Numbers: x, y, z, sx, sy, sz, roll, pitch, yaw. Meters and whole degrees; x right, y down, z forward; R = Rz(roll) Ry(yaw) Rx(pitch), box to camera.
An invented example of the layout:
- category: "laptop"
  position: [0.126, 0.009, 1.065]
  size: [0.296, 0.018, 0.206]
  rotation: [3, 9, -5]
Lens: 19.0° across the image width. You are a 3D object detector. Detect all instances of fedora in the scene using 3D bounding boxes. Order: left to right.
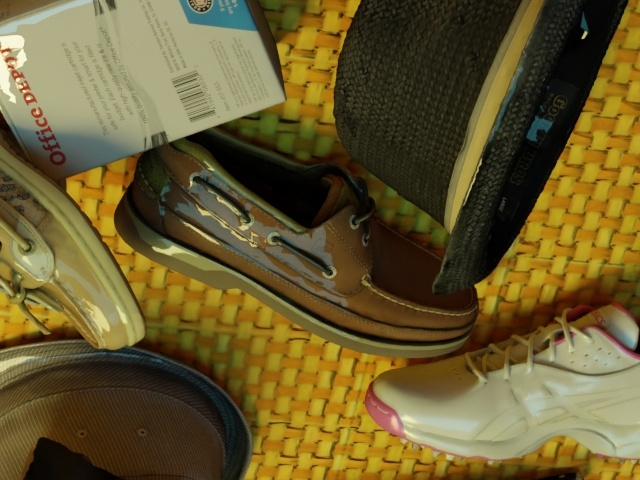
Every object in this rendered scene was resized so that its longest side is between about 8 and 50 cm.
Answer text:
- category: "fedora"
  position: [-0.191, 0.205, 1.589]
  size: [0.275, 0.124, 0.243]
  rotation: [6, 125, -12]
- category: "fedora"
  position: [0.105, -0.132, 1.333]
  size: [0.152, 0.334, 0.334]
  rotation: [25, 124, 11]

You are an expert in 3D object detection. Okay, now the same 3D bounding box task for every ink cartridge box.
- category: "ink cartridge box"
  position: [-0.137, -0.141, 1.366]
  size: [0.191, 0.082, 0.139]
  rotation: [-18, 127, 7]

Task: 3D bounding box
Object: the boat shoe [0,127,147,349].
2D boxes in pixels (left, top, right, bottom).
- category: "boat shoe"
  position: [-0.240, -0.020, 1.363]
  size: [0.089, 0.104, 0.285]
  rotation: [-42, 87, -19]

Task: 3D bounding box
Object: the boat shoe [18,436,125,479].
- category: "boat shoe"
  position: [-0.205, 0.321, 1.512]
  size: [0.158, 0.127, 0.340]
  rotation: [21, 123, -5]

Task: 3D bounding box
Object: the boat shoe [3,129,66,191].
- category: "boat shoe"
  position: [-0.309, -0.041, 1.434]
  size: [0.233, 0.084, 0.079]
  rotation: [-2, 165, -15]

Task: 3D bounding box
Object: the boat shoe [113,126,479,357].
- category: "boat shoe"
  position: [0.000, 0.000, 1.472]
  size: [0.307, 0.110, 0.104]
  rotation: [18, 123, -20]

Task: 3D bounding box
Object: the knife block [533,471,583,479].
- category: "knife block"
  position: [0.106, 0.272, 1.686]
  size: [0.276, 0.088, 0.242]
  rotation: [32, 91, -13]

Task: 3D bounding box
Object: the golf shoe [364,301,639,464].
- category: "golf shoe"
  position: [0.188, 0.109, 1.594]
  size: [0.306, 0.115, 0.140]
  rotation: [1, 116, -17]
